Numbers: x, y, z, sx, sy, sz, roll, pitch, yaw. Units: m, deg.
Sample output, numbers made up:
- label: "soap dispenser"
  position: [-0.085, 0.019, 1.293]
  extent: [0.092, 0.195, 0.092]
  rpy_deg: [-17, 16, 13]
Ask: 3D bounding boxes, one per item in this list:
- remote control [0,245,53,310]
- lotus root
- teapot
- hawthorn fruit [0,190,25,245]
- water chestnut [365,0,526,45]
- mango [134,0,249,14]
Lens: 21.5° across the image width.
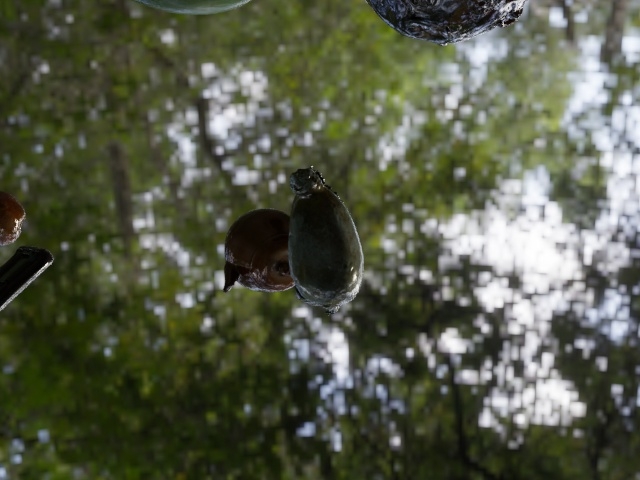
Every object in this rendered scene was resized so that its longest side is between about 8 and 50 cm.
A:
- label: "remote control"
  position: [-0.389, 0.076, 1.911]
  extent: [0.059, 0.028, 0.212]
  rpy_deg: [10, -136, 41]
- label: "lotus root"
  position: [0.002, -0.001, 1.814]
  extent: [0.088, 0.165, 0.088]
  rpy_deg: [-10, -175, 1]
- label: "teapot"
  position: [-0.058, 0.017, 2.152]
  extent: [0.173, 0.116, 0.116]
  rpy_deg: [-26, -144, -16]
- label: "hawthorn fruit"
  position: [-0.422, -0.038, 2.130]
  extent: [0.103, 0.066, 0.067]
  rpy_deg: [32, -171, -36]
- label: "water chestnut"
  position: [0.165, -0.390, 2.088]
  extent: [0.300, 0.300, 0.300]
  rpy_deg: [-1, -151, 1]
- label: "mango"
  position: [-0.115, -0.222, 1.146]
  extent: [0.191, 0.122, 0.085]
  rpy_deg: [22, 168, 3]
